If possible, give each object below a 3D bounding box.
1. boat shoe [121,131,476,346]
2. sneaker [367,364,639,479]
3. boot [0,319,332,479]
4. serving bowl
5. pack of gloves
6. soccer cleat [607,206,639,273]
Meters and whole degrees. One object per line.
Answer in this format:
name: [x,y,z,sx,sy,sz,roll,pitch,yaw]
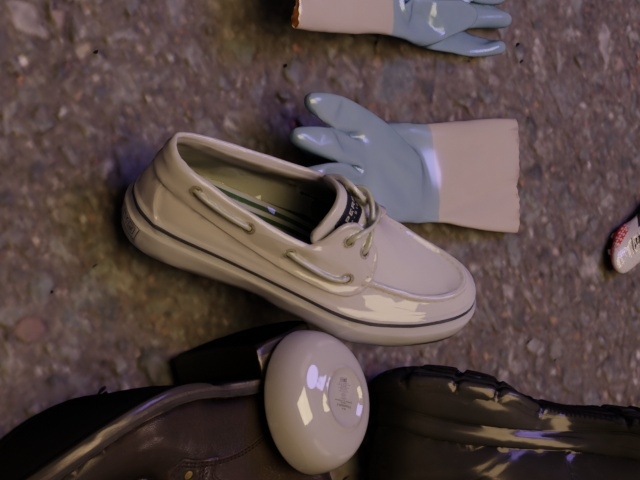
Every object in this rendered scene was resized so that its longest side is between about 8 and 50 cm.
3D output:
boat shoe: [0.000,0.000,0.998,0.226,0.076,0.083,14,47,-21]
sneaker: [0.164,0.163,1.101,0.286,0.109,0.130,11,89,2]
boot: [-0.057,0.183,0.972,0.263,0.091,0.229,-21,99,-41]
serving bowl: [0.004,0.091,0.982,0.083,0.027,0.083,20,65,-51]
pack of gloves: [0.047,-0.106,1.125,0.232,0.046,0.195,4,84,-49]
soccer cleat: [0.242,-0.007,1.269,0.083,0.035,0.029,-46,114,-33]
